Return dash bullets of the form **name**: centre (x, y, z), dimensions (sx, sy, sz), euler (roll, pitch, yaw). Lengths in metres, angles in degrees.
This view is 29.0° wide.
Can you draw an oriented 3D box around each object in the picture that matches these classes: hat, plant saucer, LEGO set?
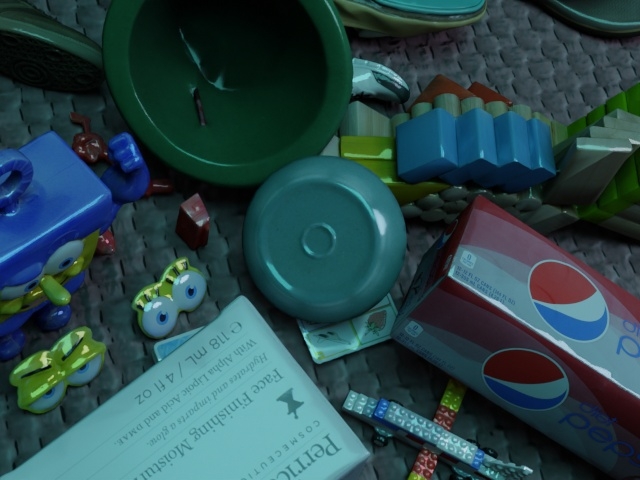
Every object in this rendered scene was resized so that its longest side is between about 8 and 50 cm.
- **hat**: centre (-0.071, -0.160, 0.944), dimensions (0.173, 0.183, 0.208), euler (-28, 106, 10)
- **plant saucer**: centre (0.000, 0.000, 0.868), dimensions (0.119, 0.021, 0.119), euler (1, 93, 12)
- **LEGO set**: centre (0.028, 0.113, 0.867), dimensions (0.244, 0.060, 0.182), euler (-17, 73, -20)

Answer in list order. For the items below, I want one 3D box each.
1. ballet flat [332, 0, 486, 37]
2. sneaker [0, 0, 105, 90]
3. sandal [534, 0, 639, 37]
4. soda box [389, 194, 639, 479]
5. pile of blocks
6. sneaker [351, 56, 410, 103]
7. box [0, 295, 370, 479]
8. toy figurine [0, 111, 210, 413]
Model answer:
- **ballet flat**: centre (0.019, -0.204, 1.013), dimensions (0.232, 0.073, 0.080), euler (9, 58, -15)
- **sneaker**: centre (-0.247, -0.173, 0.941), dimensions (0.188, 0.066, 0.071), euler (16, 61, -5)
- **sandal**: centre (0.216, -0.247, 1.081), dimensions (0.219, 0.060, 0.090), euler (28, 62, 3)
- **soda box**: centre (0.186, 0.086, 0.865), dimensions (0.263, 0.083, 0.092), euler (32, 45, -6)
- **pile of blocks**: centre (0.153, -0.082, 0.936), dimensions (0.362, 0.149, 0.113), euler (3, 64, -10)
- **sneaker**: centre (0.018, -0.127, 0.997), dimensions (0.109, 0.040, 0.044), euler (18, 78, 1)
- **box**: centre (-0.079, 0.151, 0.738), dimensions (0.181, 0.182, 0.119), euler (-38, 77, -14)
- **toy figurine**: centre (-0.231, 0.004, 0.772), dimensions (0.362, 0.217, 0.191), euler (-33, 75, -25)
